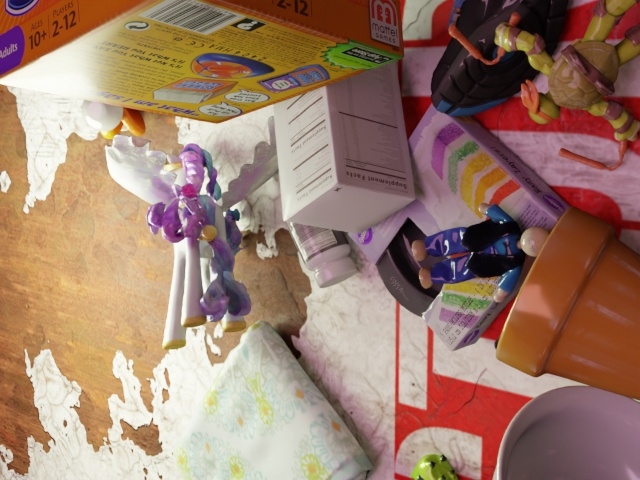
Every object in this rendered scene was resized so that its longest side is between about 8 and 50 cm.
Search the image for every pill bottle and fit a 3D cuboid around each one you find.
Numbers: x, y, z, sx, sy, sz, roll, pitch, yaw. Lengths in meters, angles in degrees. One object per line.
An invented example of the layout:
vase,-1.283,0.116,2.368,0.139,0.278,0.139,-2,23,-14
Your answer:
pill bottle,0.000,0.000,1.406,0.078,0.078,0.137,-35,74,40

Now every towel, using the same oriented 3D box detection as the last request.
towel,-0.098,0.375,1.553,0.320,0.090,0.374,49,126,24

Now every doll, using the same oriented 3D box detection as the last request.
doll,0.210,0.018,1.150,0.189,0.046,0.129,-16,87,41

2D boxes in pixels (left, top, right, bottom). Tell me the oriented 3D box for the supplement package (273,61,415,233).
supplement package,0.026,-0.151,1.259,0.134,0.139,0.244,-33,55,49

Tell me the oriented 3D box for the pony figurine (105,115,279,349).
pony figurine,-0.198,-0.033,1.457,0.351,0.303,0.363,136,129,-65

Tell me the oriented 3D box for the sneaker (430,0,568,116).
sneaker,0.240,-0.309,1.126,0.341,0.125,0.139,-55,46,27

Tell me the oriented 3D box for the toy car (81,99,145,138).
toy car,-0.355,-0.278,1.653,0.136,0.159,0.182,0,99,7

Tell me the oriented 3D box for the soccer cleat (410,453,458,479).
soccer cleat,0.195,0.397,1.317,0.179,0.060,0.072,58,139,27

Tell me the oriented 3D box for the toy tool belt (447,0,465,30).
toy tool belt,0.186,-0.296,1.198,0.052,0.051,0.083,-128,45,-65

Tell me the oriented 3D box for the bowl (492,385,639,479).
bowl,0.317,0.333,1.063,0.298,0.298,0.134,55,147,21

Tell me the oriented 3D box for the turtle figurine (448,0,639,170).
turtle figurine,0.299,-0.213,1.030,0.269,0.087,0.217,38,111,-9

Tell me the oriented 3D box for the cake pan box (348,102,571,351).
cake pan box,0.183,-0.018,1.245,0.246,0.070,0.267,52,127,26

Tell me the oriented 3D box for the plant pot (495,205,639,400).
plant pot,0.335,0.090,1.053,0.188,0.205,0.205,27,116,19

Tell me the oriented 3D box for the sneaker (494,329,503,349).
sneaker,0.265,0.123,1.214,0.031,0.035,0.083,47,125,25

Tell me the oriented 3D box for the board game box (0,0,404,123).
board game box,-0.157,-0.377,1.106,0.356,0.356,0.356,-12,79,42
